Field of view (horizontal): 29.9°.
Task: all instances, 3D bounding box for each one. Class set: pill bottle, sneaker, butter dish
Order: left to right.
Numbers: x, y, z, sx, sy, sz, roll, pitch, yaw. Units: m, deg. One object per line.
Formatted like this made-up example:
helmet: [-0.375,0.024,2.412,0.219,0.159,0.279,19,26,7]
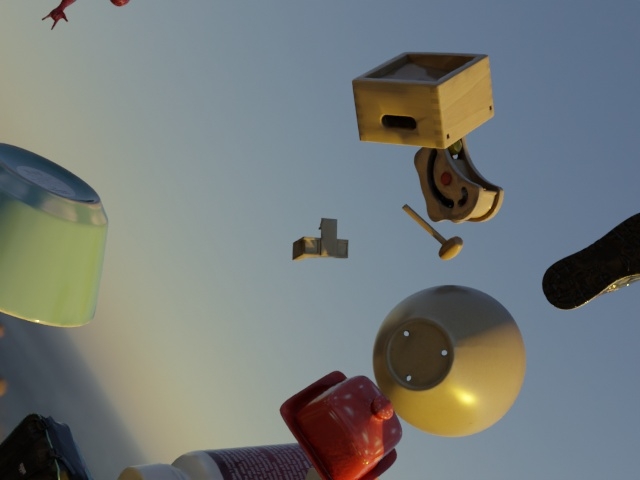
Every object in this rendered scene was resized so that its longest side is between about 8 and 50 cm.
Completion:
pill bottle: [-0.131,0.454,1.987,0.224,0.392,0.224,-5,-95,58]
butter dish: [0.053,0.250,1.648,0.118,0.160,0.160,-39,-98,39]
sneaker: [0.508,0.025,1.986,0.124,0.283,0.107,1,67,-67]

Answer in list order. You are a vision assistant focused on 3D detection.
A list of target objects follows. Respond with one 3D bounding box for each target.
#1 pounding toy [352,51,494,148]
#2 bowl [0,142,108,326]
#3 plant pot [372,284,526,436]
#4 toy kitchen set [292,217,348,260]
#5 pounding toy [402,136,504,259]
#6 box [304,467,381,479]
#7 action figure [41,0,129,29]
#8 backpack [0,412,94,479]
pounding toy: [0.108,-0.147,1.322,0.141,0.130,0.100,8,-62,36]
bowl: [-0.426,-0.027,1.692,0.311,0.163,0.311,28,10,-6]
plant pot: [0.207,0.212,2.159,0.284,0.284,0.191,53,14,22]
toy kitchen set: [0.000,0.000,2.133,0.075,0.083,0.068,152,-58,-71]
pounding toy: [0.268,-0.108,2.489,0.154,0.155,0.269,-32,-115,44]
box: [0.011,0.504,1.793,0.121,0.311,0.148,-13,-49,42]
action figure: [-0.401,-0.426,1.734,0.280,0.139,0.091,42,-36,-10]
backpack: [-0.474,0.400,1.965,0.166,0.188,0.144,55,6,37]
